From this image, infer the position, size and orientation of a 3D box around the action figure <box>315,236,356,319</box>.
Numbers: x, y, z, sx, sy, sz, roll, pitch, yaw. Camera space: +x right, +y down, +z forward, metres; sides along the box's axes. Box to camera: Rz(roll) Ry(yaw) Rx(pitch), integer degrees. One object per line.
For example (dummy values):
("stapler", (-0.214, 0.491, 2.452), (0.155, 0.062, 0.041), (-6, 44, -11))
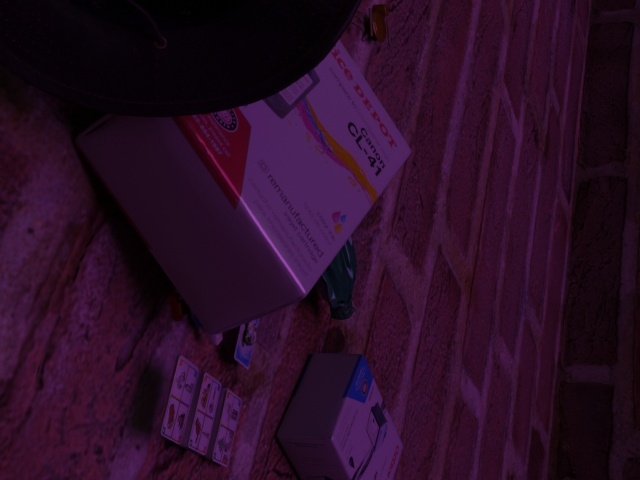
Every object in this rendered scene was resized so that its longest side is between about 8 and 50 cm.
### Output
("action figure", (0.000, 0.000, 1.126), (0.137, 0.064, 0.232), (-49, 127, -56))

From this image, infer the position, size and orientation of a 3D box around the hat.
("hat", (-0.125, -0.248, 0.705), (0.134, 0.331, 0.331), (-140, -137, -79))

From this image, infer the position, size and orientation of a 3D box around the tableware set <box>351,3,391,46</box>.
("tableware set", (0.065, -0.355, 1.336), (0.154, 0.024, 0.104), (4, 81, -62))

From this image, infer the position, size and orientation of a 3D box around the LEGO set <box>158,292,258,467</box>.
("LEGO set", (-0.120, 0.097, 0.925), (0.182, 0.060, 0.244), (58, 40, -63))

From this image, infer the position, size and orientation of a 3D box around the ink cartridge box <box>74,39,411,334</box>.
("ink cartridge box", (-0.058, -0.090, 0.880), (0.226, 0.131, 0.306), (55, 38, -14))

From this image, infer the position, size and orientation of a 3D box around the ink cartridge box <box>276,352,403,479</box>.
("ink cartridge box", (0.030, 0.259, 1.145), (0.190, 0.082, 0.139), (65, 34, -34))
